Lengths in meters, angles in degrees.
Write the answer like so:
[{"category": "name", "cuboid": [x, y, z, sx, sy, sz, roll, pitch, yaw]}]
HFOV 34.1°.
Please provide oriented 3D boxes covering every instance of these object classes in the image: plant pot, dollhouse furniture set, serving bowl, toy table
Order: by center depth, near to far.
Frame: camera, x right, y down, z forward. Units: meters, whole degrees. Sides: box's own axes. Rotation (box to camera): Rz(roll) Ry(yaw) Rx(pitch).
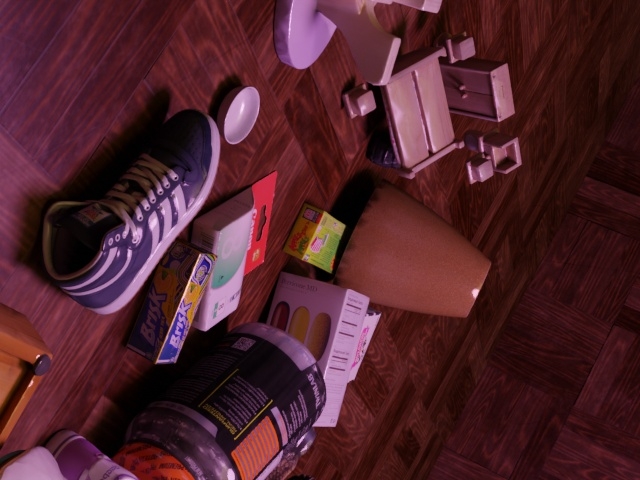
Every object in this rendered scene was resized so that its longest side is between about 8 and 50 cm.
[{"category": "serving bowl", "cuboid": [-0.118, -0.176, 1.438, 0.083, 0.027, 0.083, -48, 152, -37]}, {"category": "toy table", "cuboid": [0.057, -0.359, 1.473, 0.252, 0.161, 0.274, -32, 140, -55]}, {"category": "dollhouse furniture set", "cuboid": [0.174, -0.212, 1.941, 0.355, 0.174, 0.303, -30, 120, -27]}, {"category": "plant pot", "cuboid": [0.185, 0.039, 1.984, 0.237, 0.254, 0.237, 24, 90, -84]}]

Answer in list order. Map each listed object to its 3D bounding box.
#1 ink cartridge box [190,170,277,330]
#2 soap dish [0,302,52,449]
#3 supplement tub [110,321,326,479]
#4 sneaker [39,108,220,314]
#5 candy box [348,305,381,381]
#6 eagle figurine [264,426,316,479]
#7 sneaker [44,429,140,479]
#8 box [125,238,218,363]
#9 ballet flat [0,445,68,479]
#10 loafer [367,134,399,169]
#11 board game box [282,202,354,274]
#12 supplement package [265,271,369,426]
[{"category": "ink cartridge box", "cuboid": [-0.121, 0.013, 1.601, 0.224, 0.056, 0.181, -34, 143, -50]}, {"category": "soap dish", "cuboid": [-0.401, 0.144, 1.009, 0.229, 0.118, 0.291, -61, 157, -10]}, {"category": "supplement tub", "cuboid": [-0.156, 0.291, 1.598, 0.338, 0.207, 0.207, -41, 148, -46]}, {"category": "sneaker", "cuboid": [-0.224, -0.050, 1.235, 0.282, 0.099, 0.153, -60, 160, -6]}, {"category": "candy box", "cuboid": [0.033, 0.211, 2.127, 0.196, 0.070, 0.165, 0, 113, -66]}, {"category": "eagle figurine", "cuboid": [-0.106, 0.476, 1.925, 0.225, 0.226, 0.298, 47, 29, -27]}, {"category": "sneaker", "cuboid": [-0.298, 0.394, 1.450, 0.102, 0.161, 0.282, -51, 156, -35]}, {"category": "box", "cuboid": [-0.208, 0.086, 1.464, 0.054, 0.059, 0.169, 11, 103, -65]}, {"category": "ballet flat", "cuboid": [-0.316, 0.325, 1.198, 0.139, 0.139, 0.400, -56, 179, -21]}, {"category": "loafer", "cuboid": [0.167, -0.170, 2.025, 0.223, 0.078, 0.076, -17, 128, -62]}, {"category": "board game box", "cuboid": [0.000, 0.000, 1.869, 0.092, 0.043, 0.181, -65, 158, -1]}, {"category": "supplement package", "cuboid": [-0.022, 0.194, 1.852, 0.134, 0.139, 0.244, 27, 77, -68]}]
